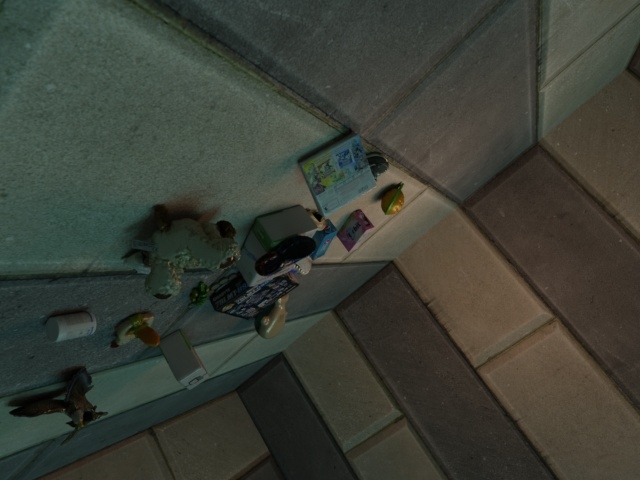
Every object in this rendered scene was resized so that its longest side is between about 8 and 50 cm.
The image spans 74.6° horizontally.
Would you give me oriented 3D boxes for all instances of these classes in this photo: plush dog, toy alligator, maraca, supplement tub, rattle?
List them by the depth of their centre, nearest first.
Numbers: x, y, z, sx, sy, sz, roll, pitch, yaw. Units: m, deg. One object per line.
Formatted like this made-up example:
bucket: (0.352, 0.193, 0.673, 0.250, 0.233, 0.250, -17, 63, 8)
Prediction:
plush dog: (-0.347, 0.012, 1.116, 0.262, 0.211, 0.225, -28, -179, 3)
supplement tub: (-0.694, 0.239, 1.174, 0.071, 0.071, 0.107, -43, 160, 22)
rattle: (-0.640, 0.355, 1.462, 0.200, 0.142, 0.130, -47, 178, 15)
toy alligator: (-0.458, 0.222, 1.582, 0.056, 0.051, 0.190, -18, 155, -41)
maraca: (0.337, -0.189, 1.920, 0.186, 0.099, 0.127, -53, 173, -40)

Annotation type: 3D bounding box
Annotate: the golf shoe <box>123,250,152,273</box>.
golf shoe: (-0.476, 0.066, 1.176, 0.085, 0.069, 0.176, -16, 159, 5)

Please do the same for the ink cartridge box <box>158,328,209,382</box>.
ink cartridge box: (-0.603, 0.534, 1.864, 0.114, 0.198, 0.273, -30, 162, -20)

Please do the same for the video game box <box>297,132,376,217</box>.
video game box: (0.055, -0.200, 1.291, 0.205, 0.048, 0.187, -31, 123, -13)

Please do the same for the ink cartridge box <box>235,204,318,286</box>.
ink cartridge box: (-0.162, 0.022, 1.504, 0.201, 0.117, 0.278, -20, 155, -40)

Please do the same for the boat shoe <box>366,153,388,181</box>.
boat shoe: (0.145, -0.227, 1.465, 0.319, 0.099, 0.116, -16, 154, -46)

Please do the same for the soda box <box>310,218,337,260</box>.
soda box: (0.000, 0.000, 1.823, 0.071, 0.067, 0.210, -25, 160, -30)

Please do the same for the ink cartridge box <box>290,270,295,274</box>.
ink cartridge box: (-0.195, 0.183, 1.951, 0.208, 0.045, 0.206, -35, 160, 5)

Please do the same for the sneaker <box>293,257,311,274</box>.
sneaker: (-0.091, 0.072, 1.797, 0.118, 0.110, 0.292, -47, 161, 6)

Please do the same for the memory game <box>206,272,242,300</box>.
memory game: (-0.383, 0.187, 1.693, 0.186, 0.012, 0.186, -31, 161, -12)

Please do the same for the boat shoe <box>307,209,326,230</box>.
boat shoe: (-0.012, -0.080, 1.608, 0.059, 0.063, 0.170, -36, 162, 21)

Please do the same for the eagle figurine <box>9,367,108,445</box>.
eagle figurine: (-0.928, 0.601, 1.547, 0.299, 0.224, 0.227, 70, 28, -42)

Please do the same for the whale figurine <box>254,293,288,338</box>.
whale figurine: (-0.268, 0.399, 2.291, 0.216, 0.141, 0.272, -8, 123, -56)

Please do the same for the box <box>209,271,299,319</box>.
box: (-0.267, 0.215, 1.771, 0.295, 0.073, 0.293, -35, 155, 6)

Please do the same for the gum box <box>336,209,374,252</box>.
gum box: (0.161, -0.045, 1.933, 0.062, 0.107, 0.188, -21, 157, -38)

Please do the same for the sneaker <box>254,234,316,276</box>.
sneaker: (-0.116, 0.051, 1.379, 0.221, 0.083, 0.087, -24, 171, -14)
